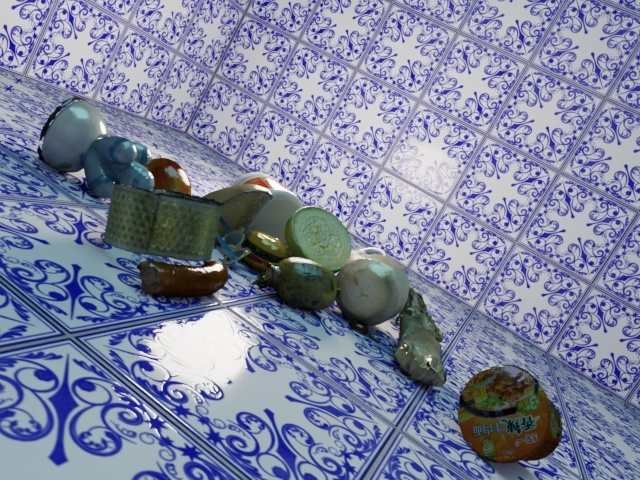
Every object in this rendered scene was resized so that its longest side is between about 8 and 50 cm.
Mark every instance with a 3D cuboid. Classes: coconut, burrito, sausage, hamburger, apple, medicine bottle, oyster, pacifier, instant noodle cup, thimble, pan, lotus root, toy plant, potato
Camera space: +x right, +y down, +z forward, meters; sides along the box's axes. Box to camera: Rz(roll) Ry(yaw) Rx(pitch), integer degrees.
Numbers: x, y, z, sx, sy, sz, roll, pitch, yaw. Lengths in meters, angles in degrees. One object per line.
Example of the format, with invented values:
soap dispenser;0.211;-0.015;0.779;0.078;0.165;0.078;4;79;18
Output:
coconut;0.178;0.162;1.891;0.237;0.237;0.266;32;8;18
burrito;0.302;0.341;1.716;0.175;0.107;0.348;45;11;-3
sausage;-0.301;0.089;1.307;0.102;0.076;0.302;33;10;22
hamburger;-0.184;0.039;1.825;0.162;0.115;0.162;29;6;-4
apple;-0.546;-0.199;1.970;0.195;0.160;0.173;13;39;-40
medicine bottle;-0.211;-0.104;2.091;0.252;0.253;0.241;23;12;-35
oyster;0.340;0.251;2.080;0.351;0.114;0.238;52;5;-11
pacifier;0.187;0.148;2.313;0.279;0.227;0.207;-129;-164;-66
instant noodle cup;0.485;0.443;1.388;0.182;0.230;0.230;33;4;-41
thimble;-0.378;-0.047;1.365;0.270;0.150;0.271;12;4;-1
pan;0.144;0.284;1.774;0.115;0.023;0.068;31;8;13
lotus root;-0.071;0.121;1.660;0.278;0.154;0.154;16;14;-26
toy plant;-0.646;-0.250;1.695;0.332;0.247;0.247;33;9;-1
potato;-0.330;-0.128;1.873;0.189;0.264;0.211;34;10;-40

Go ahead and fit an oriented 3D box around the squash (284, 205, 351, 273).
squash;0.000;0.000;1.901;0.252;0.049;0.252;19;51;-25

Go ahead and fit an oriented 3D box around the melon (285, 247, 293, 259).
melon;-0.089;0.085;1.913;0.099;0.099;0.162;22;14;-39

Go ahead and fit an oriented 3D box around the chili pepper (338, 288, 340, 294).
chili pepper;-0.030;0.158;1.783;0.182;0.073;0.050;23;-13;-7

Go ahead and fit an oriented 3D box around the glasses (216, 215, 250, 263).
glasses;-0.328;-0.027;1.699;0.220;0.088;0.190;38;15;-28
